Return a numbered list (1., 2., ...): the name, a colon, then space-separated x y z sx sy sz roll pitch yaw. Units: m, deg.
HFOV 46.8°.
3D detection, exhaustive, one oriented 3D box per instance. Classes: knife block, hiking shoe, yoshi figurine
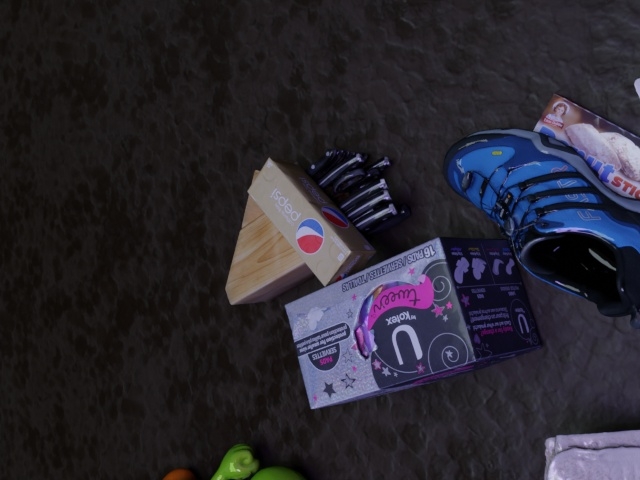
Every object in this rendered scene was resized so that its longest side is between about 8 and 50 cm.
1. knife block: 0.000 0.000 1.028 0.242 0.088 0.276 27 107 38
2. hiking shoe: 0.236 -0.030 0.778 0.304 0.132 0.113 34 132 37
3. yoshi figurine: -0.131 0.424 1.129 0.362 0.203 0.203 -26 32 52

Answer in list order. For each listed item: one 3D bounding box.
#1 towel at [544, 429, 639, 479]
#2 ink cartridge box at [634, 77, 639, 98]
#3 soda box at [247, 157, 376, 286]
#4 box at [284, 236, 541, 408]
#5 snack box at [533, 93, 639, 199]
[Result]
1. towel: 0.319 0.319 0.692 0.187 0.049 0.282 -7 72 5
2. ink cartridge box: 0.381 -0.146 0.694 0.143 0.089 0.092 -25 74 39
3. soda box: -0.014 -0.026 0.944 0.181 0.058 0.061 50 118 27
4. box: 0.105 0.103 0.887 0.247 0.163 0.142 -27 72 38
5. snack box: 0.312 -0.091 0.799 0.178 0.022 0.064 40 117 33
